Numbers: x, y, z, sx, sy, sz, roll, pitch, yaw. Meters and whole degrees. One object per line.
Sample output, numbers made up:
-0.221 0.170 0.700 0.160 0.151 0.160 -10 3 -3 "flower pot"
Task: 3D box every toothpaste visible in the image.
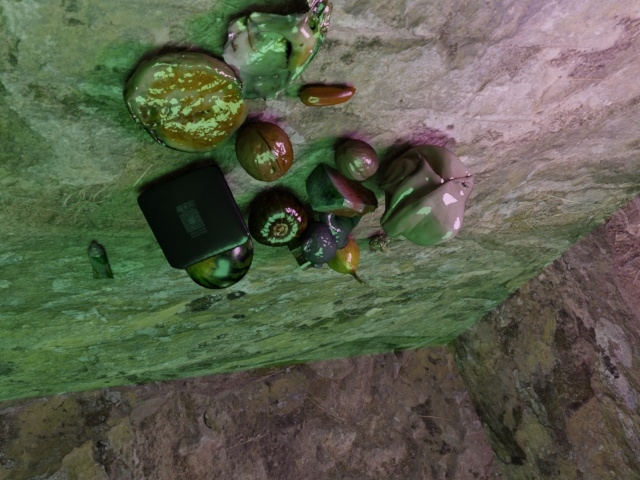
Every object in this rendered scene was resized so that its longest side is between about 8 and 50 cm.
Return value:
-0.816 0.085 1.832 0.078 0.046 0.248 -3 148 -16 "toothpaste"

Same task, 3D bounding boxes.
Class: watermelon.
0.096 -0.154 1.773 0.257 0.192 0.140 8 140 -37 "watermelon"
-0.367 0.046 1.781 0.269 0.269 0.269 -13 148 -8 "watermelon"

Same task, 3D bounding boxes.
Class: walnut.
0.120 -0.269 1.661 0.140 0.140 0.162 -30 136 19 "walnut"
-0.167 -0.268 1.495 0.167 0.167 0.207 -20 150 3 "walnut"

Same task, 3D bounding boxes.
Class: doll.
0.034 -0.049 1.895 0.158 0.340 0.245 17 151 29 "doll"

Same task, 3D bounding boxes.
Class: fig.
0.118 0.092 2.117 0.159 0.257 0.159 -24 145 -18 "fig"

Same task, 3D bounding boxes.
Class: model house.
0.000 0.000 2.008 0.248 0.176 0.181 -31 148 2 "model house"

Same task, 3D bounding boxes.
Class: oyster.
-0.110 -0.487 1.233 0.271 0.100 0.275 -7 141 -14 "oyster"

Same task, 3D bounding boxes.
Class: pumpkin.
-0.151 -0.084 1.807 0.219 0.162 0.218 -6 121 -11 "pumpkin"

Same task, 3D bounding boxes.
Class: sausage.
0.020 -0.421 1.448 0.183 0.054 0.062 -8 175 -20 "sausage"

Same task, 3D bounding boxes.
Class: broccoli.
0.272 0.013 2.221 0.095 0.092 0.097 -25 180 34 "broccoli"

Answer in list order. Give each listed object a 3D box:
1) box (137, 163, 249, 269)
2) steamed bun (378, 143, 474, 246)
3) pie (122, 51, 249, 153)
-0.405 -0.074 1.600 0.290 0.288 0.073 -22 -168 8 "box"
0.344 -0.180 1.753 0.255 0.367 0.342 39 155 -27 "steamed bun"
-0.354 -0.365 1.331 0.339 0.077 0.339 -11 145 -8 "pie"
